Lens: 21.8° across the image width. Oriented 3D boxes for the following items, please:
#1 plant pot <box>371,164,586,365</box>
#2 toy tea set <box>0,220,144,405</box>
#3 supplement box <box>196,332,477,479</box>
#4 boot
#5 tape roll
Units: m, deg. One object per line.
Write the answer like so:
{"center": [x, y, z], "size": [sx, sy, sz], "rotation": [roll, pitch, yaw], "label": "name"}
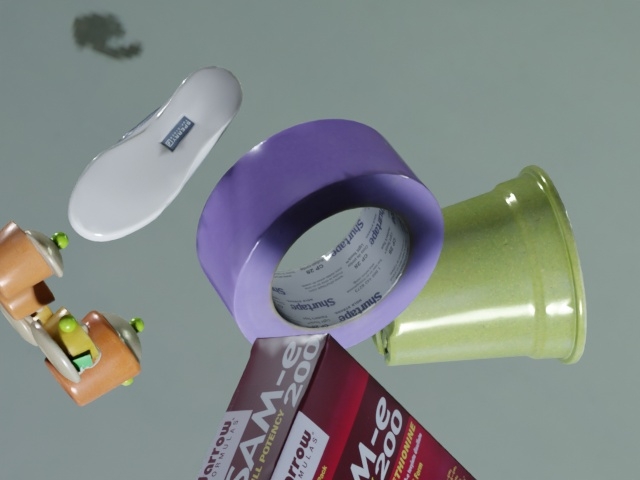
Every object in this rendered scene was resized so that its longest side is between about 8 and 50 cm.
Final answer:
{"center": [0.190, 0.055, 2.226], "size": [0.254, 0.276, 0.276], "rotation": [-11, 57, -7], "label": "plant pot"}
{"center": [-0.291, 0.071, 1.929], "size": [0.124, 0.336, 0.200], "rotation": [-38, 81, -13], "label": "toy tea set"}
{"center": [0.028, 0.182, 1.116], "size": [0.239, 0.073, 0.130], "rotation": [46, 52, -34], "label": "supplement box"}
{"center": [-0.136, -0.058, 1.348], "size": [0.069, 0.086, 0.190], "rotation": [44, 63, 2], "label": "boot"}
{"center": [0.000, 0.000, 1.351], "size": [0.189, 0.189, 0.080], "rotation": [-7, 40, -30], "label": "tape roll"}
